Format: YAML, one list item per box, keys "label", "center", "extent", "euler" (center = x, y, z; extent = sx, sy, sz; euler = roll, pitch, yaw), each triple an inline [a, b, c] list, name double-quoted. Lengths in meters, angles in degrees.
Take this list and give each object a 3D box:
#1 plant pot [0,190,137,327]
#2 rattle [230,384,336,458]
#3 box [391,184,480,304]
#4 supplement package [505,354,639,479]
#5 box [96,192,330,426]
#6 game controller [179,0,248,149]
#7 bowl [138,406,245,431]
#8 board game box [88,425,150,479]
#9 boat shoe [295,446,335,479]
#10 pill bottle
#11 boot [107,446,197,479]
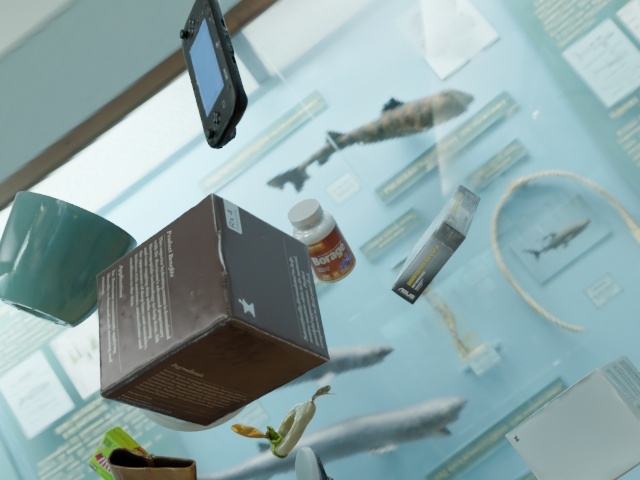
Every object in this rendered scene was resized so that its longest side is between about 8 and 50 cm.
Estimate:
- label: "plant pot"
  center: [-0.596, 0.058, 1.885]
  extent: [0.293, 0.293, 0.235]
  euler: [100, -170, -73]
- label: "rattle"
  center: [-0.078, 0.371, 1.847]
  extent: [0.199, 0.143, 0.130]
  euler: [-55, -6, 22]
- label: "box"
  center: [0.234, 0.005, 1.669]
  extent: [0.183, 0.056, 0.231]
  euler: [-57, -2, 28]
- label: "supplement package"
  center: [0.449, 0.310, 1.366]
  extent: [0.194, 0.149, 0.203]
  euler: [-44, -21, 23]
- label: "box"
  center: [-0.128, 0.088, 0.960]
  extent: [0.203, 0.168, 0.167]
  euler: [-31, -40, 26]
- label: "game controller"
  center: [-0.217, -0.344, 1.668]
  extent: [0.067, 0.319, 0.166]
  euler: [-6, -28, -23]
- label: "bowl"
  center: [-0.262, 0.231, 1.686]
  extent: [0.298, 0.298, 0.134]
  euler: [-34, -13, -12]
- label: "board game box"
  center: [-0.366, 0.462, 1.648]
  extent: [0.092, 0.181, 0.043]
  euler: [-59, -17, 22]
- label: "boat shoe"
  center: [0.013, 0.443, 1.479]
  extent: [0.083, 0.183, 0.065]
  euler: [-16, 10, -29]
- label: "pill bottle"
  center: [0.000, 0.000, 2.200]
  extent: [0.121, 0.216, 0.121]
  euler: [-21, 33, 14]
- label: "boot"
  center: [-0.168, 0.429, 1.224]
  extent: [0.096, 0.264, 0.280]
  euler: [-42, -47, -55]
